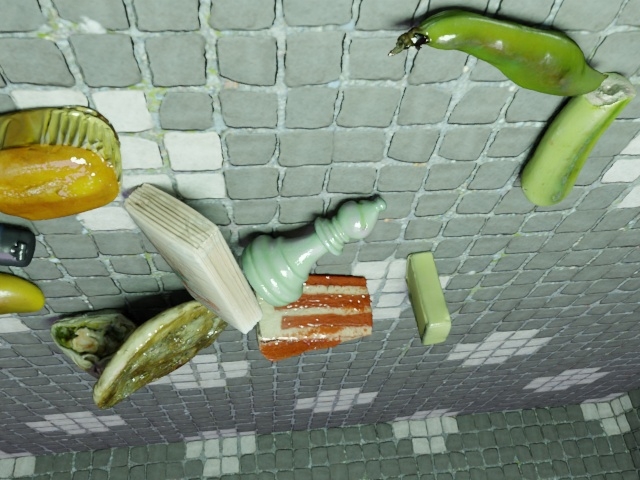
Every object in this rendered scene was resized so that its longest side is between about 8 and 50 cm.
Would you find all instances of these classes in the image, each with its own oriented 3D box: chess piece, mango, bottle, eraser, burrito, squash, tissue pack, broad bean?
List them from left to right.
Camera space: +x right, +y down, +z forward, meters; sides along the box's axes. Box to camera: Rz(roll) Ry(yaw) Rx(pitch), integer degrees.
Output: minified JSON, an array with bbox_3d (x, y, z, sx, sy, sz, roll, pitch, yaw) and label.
[{"bbox_3d":[-0.592,-0.003,0.836,0.244,0.072,0.082,10,-178,-23],"label":"bottle"},{"bbox_3d":[-0.618,0.106,1.015,0.161,0.076,0.103,13,139,-36],"label":"mango"},{"bbox_3d":[-0.487,0.282,1.285,0.190,0.135,0.332,-14,153,-2],"label":"burrito"},{"bbox_3d":[-0.210,0.045,0.925,0.170,0.071,0.325,32,159,23],"label":"tissue pack"},{"bbox_3d":[0.000,0.000,0.944,0.271,0.139,0.139,-33,142,17],"label":"chess piece"},{"bbox_3d":[0.228,0.124,1.124,0.058,0.172,0.117,-8,149,-1],"label":"eraser"},{"bbox_3d":[0.228,-0.232,0.647,0.325,0.067,0.075,7,116,-19],"label":"broad bean"},{"bbox_3d":[0.381,-0.143,0.811,0.083,0.083,0.250,-3,146,-7],"label":"squash"}]

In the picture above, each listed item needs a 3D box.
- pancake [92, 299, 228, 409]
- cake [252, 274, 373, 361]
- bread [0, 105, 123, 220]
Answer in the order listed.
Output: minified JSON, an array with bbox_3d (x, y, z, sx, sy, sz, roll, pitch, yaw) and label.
[{"bbox_3d":[-0.334,0.236,1.163,0.356,0.065,0.356,-36,165,-11],"label":"pancake"},{"bbox_3d":[-0.027,0.176,1.177,0.261,0.158,0.160,2,152,-17],"label":"cake"},{"bbox_3d":[-0.364,-0.098,0.700,0.190,0.114,0.132,-13,147,-1],"label":"bread"}]
